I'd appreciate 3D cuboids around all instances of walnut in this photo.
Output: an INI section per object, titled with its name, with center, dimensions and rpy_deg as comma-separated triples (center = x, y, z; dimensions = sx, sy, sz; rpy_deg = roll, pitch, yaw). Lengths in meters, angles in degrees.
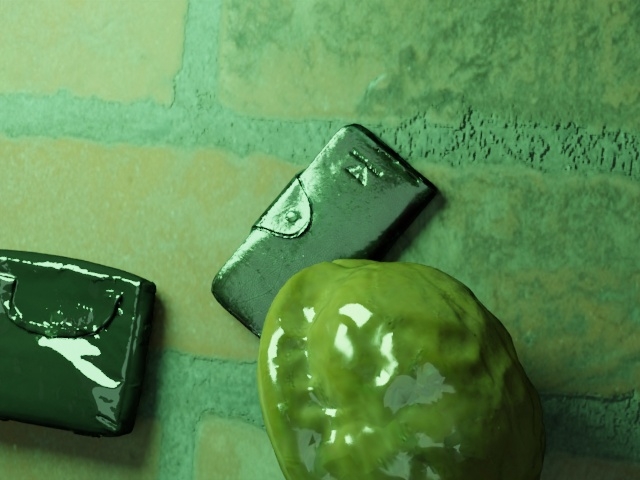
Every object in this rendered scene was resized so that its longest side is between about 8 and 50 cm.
[walnut]
center = 0.101, 0.210, 1.438
dimensions = 0.383, 0.383, 0.383
rpy_deg = 0, 90, 10

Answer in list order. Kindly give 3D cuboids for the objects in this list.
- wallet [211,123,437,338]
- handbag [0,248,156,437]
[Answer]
[wallet]
center = 0.000, 0.000, 1.599
dimensions = 0.172, 0.045, 0.318
rpy_deg = 41, 96, 6
[handbag]
center = -0.373, 0.144, 1.649
dimensions = 0.275, 0.088, 0.244
rpy_deg = 8, 89, 14
